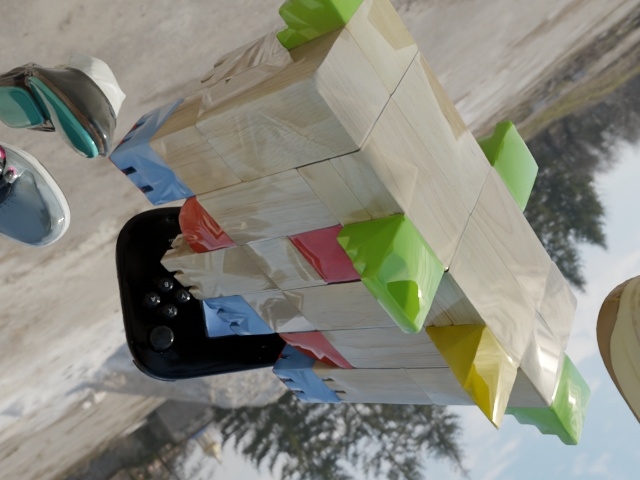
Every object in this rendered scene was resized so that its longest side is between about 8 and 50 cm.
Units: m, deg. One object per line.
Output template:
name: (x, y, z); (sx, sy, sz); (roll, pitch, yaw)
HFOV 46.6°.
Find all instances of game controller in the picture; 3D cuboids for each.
game controller: (-0.038, 0.040, 0.741); (0.319, 0.166, 0.067); (-5, 171, -25)

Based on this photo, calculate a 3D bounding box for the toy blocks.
toy blocks: (0.000, 0.000, 0.549); (0.261, 0.381, 0.190); (-10, -140, 43)

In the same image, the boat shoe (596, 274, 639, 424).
boat shoe: (0.293, 0.141, 0.372); (0.123, 0.342, 0.123); (-26, 167, -41)

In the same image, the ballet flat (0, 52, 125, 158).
ballet flat: (-0.282, -0.162, 0.816); (0.096, 0.095, 0.281); (-42, -140, -25)

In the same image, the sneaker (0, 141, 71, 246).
sneaker: (-0.404, -0.084, 0.789); (0.124, 0.295, 0.178); (-45, -162, 8)
